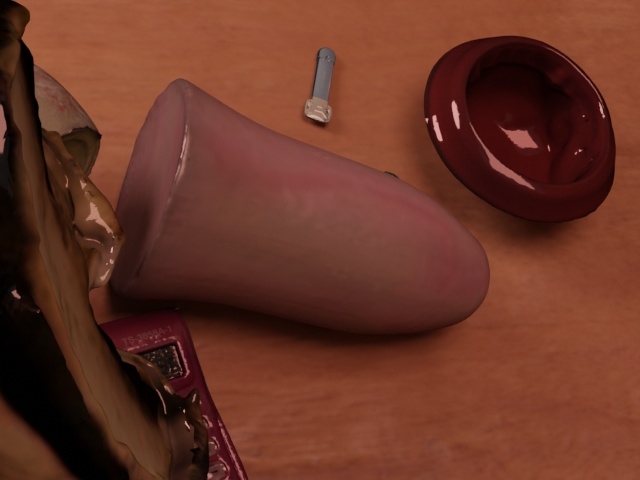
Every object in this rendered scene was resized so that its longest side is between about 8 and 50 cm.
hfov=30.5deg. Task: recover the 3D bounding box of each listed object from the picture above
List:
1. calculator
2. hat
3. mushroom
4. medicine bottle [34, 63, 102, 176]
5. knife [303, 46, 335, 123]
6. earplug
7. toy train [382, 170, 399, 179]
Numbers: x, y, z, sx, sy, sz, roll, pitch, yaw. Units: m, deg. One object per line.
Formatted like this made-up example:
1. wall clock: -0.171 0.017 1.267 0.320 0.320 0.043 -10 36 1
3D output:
1. calculator: -0.130 0.147 0.856 0.126 0.034 0.190 -14 72 -31
2. hat: 0.184 -0.100 1.114 0.205 0.089 0.205 9 62 -17
3. mushroom: -0.181 0.029 0.720 0.130 0.344 0.247 -17 36 2
4. medicine bottle: -0.259 -0.077 0.868 0.143 0.147 0.147 41 53 9
5. knife: 0.001 -0.147 1.113 0.027 0.010 0.096 17 52 -12
6. earplug: 0.000 0.000 0.939 0.301 0.172 0.172 17 54 -22
7. toy train: 0.045 -0.030 1.043 0.083 0.033 0.053 -14 70 -30
